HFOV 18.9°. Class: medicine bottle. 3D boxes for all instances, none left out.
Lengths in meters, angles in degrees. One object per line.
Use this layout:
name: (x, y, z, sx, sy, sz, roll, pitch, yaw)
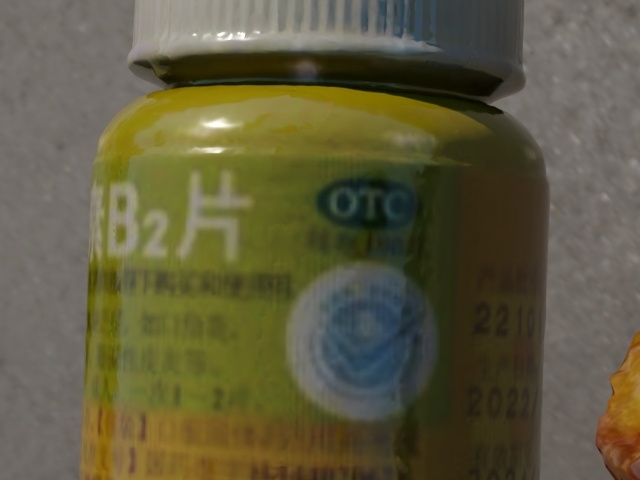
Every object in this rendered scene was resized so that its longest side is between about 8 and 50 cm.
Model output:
medicine bottle: (0.000, 0.000, 0.933, 0.224, 0.224, 0.384, 2, 87, 34)

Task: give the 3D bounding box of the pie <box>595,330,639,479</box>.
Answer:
pie: (0.198, 0.005, 0.350, 0.308, 0.085, 0.308, -35, 17, 12)
